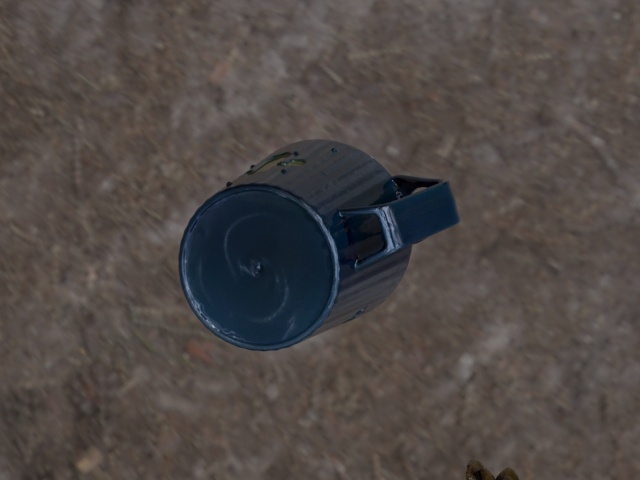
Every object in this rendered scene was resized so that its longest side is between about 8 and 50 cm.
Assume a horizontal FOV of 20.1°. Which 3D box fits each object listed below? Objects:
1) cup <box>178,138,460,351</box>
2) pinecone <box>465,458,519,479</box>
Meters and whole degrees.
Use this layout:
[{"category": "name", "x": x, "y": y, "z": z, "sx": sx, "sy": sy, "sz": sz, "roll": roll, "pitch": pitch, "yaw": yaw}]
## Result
[{"category": "cup", "x": 0.000, "y": 0.000, "z": 1.192, "sx": 0.176, "sy": 0.155, "sz": 0.131, "roll": -17, "pitch": 94, "yaw": 20}, {"category": "pinecone", "x": 0.098, "y": 0.247, "z": 1.062, "sx": 0.185, "sy": 0.168, "sz": 0.212, "roll": 23, "pitch": 91, "yaw": -61}]
